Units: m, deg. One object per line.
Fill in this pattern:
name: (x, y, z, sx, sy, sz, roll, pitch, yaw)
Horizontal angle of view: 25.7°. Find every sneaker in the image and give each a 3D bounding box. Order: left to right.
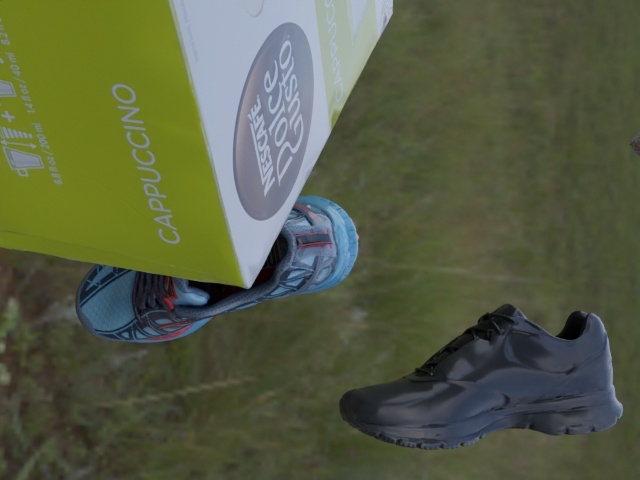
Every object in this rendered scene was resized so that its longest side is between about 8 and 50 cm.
sneaker: (-0.107, 0.019, 1.158, 0.125, 0.262, 0.104, -5, 77, -67)
sneaker: (0.153, 0.129, 1.362, 0.109, 0.286, 0.130, -169, -106, -71)

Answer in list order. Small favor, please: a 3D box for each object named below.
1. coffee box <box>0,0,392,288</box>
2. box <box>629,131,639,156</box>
coffee box: (-0.167, -0.214, 0.989, 0.338, 0.338, 0.334, 80, 27, -44)
box: (0.373, -0.023, 0.902, 0.177, 0.279, 0.290, -42, 179, 4)
